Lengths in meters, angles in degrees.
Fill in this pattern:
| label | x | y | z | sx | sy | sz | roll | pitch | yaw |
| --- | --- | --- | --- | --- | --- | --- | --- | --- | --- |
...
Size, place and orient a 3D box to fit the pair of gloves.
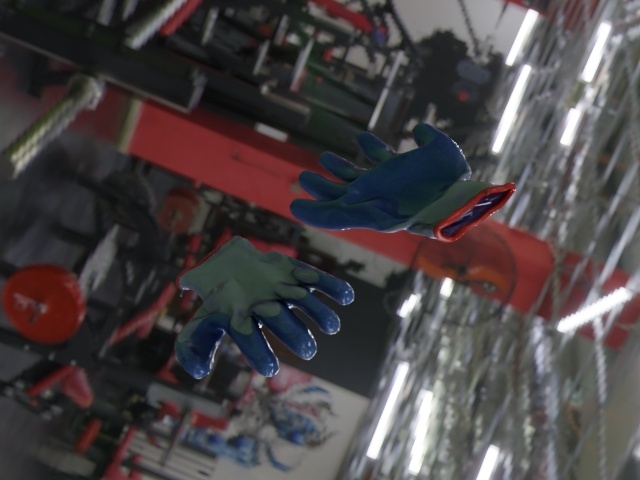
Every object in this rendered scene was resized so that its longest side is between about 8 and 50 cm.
| label | x | y | z | sx | sy | sz | roll | pitch | yaw |
| --- | --- | --- | --- | --- | --- | --- | --- | --- | --- |
| pair of gloves | 0.000 | 0.000 | 0.622 | 0.198 | 0.023 | 0.159 | -35 | -155 | -13 |
